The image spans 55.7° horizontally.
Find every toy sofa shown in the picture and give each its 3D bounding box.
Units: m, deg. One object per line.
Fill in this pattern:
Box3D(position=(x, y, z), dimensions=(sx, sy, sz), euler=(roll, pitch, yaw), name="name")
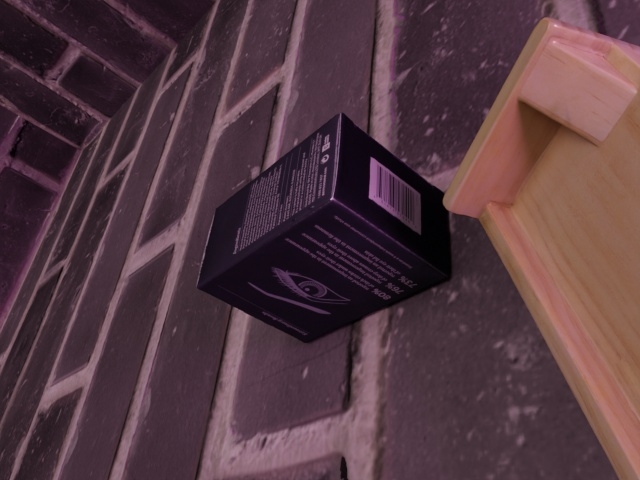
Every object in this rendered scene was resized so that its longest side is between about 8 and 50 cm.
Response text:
Box3D(position=(0.212, 0.040, 0.301), dimensions=(0.363, 0.177, 0.150), euler=(-102, 27, -49), name="toy sofa")

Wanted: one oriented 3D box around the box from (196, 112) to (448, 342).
Box3D(position=(0.000, 0.000, 0.604), dimensions=(0.207, 0.153, 0.108), euler=(-30, 41, 38), name="box")
